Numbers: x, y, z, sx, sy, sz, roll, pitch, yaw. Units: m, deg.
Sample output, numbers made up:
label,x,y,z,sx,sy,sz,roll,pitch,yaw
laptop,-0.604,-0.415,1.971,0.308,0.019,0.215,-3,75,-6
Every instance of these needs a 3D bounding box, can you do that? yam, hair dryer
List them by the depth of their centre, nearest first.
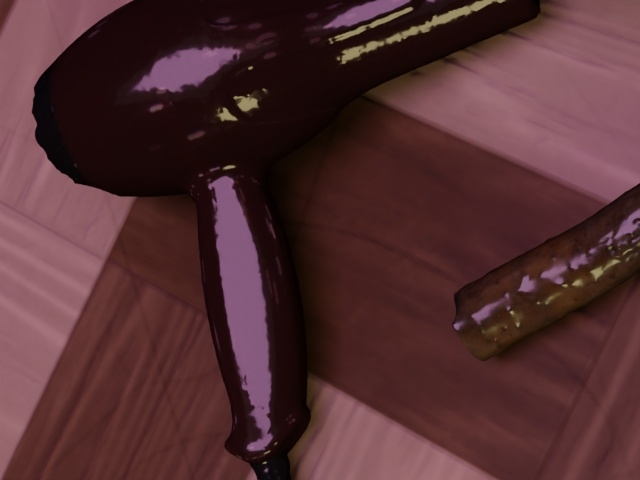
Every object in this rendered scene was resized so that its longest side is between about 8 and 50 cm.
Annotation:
label,x,y,z,sx,sy,sz,roll,pitch,yaw
yam,0.212,-0.032,0.949,0.327,0.045,0.045,-32,88,19
hair dryer,0.000,0.000,1.046,0.313,0.123,0.340,-13,84,15
